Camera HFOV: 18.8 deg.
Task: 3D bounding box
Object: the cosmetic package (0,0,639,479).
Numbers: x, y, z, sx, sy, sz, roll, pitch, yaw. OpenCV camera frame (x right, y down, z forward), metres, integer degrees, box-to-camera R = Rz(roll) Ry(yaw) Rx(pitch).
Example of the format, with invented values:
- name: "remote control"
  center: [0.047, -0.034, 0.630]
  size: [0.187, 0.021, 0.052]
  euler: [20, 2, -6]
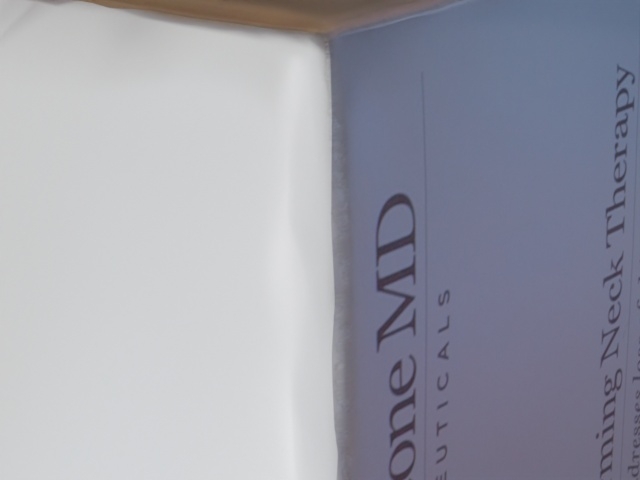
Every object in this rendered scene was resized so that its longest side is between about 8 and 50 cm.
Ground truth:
- name: "cosmetic package"
  center: [0.000, 0.000, 1.005]
  size: [0.327, 0.329, 0.393]
  euler: [13, -158, 37]
